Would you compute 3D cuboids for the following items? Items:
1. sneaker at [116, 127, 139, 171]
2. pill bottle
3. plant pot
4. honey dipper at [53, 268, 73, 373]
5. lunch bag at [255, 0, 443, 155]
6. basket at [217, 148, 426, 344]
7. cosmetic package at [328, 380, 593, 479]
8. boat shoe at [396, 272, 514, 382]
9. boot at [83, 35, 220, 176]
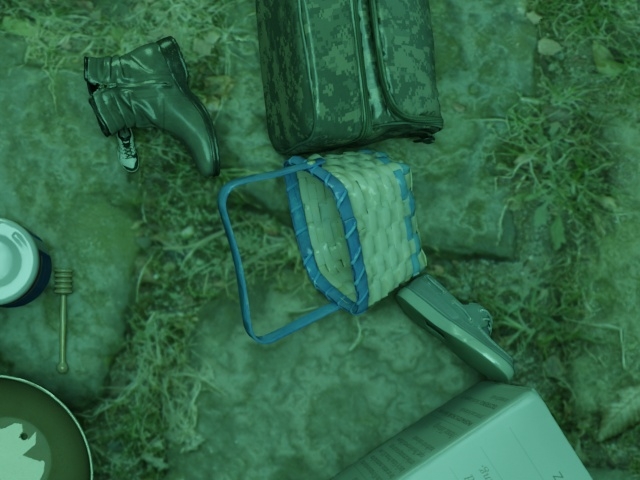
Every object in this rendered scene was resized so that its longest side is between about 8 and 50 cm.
[{"bbox_3d":[-0.304,-0.147,1.808,0.032,0.037,0.083,-15,89,-8],"label":"sneaker"},{"bbox_3d":[-0.457,0.037,1.685,0.124,0.221,0.124,1,85,-5],"label":"pill bottle"},{"bbox_3d":[-0.466,0.329,1.675,0.284,0.191,0.284,0,87,-8],"label":"plant pot"},{"bbox_3d":[-0.397,0.124,1.783,0.030,0.030,0.161,2,88,-6],"label":"honey dipper"},{"bbox_3d":[0.054,-0.292,1.779,0.256,0.212,0.305,-6,87,-23],"label":"lunch bag"},{"bbox_3d":[0.000,0.000,1.728,0.289,0.201,0.255,-20,116,-26],"label":"basket"},{"bbox_3d":[0.195,0.444,1.666,0.393,0.327,0.329,-33,89,-6],"label":"cosmetic package"},{"bbox_3d":[0.220,0.126,1.785,0.081,0.079,0.227,-44,60,-15],"label":"boat shoe"},{"bbox_3d":[-0.262,-0.187,1.784,0.161,0.083,0.246,-22,80,-17],"label":"boot"}]
